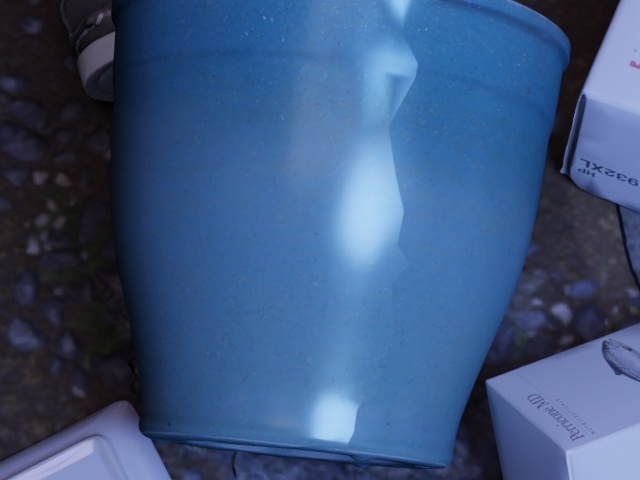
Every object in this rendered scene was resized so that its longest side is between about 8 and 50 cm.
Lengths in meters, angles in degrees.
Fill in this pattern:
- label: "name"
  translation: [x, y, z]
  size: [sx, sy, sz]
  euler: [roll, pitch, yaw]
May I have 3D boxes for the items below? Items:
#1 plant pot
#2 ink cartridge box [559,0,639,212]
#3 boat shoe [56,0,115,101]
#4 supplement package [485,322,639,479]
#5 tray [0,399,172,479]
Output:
- label: "plant pot"
  translation: [0.000, 0.000, 1.060]
  size: [0.272, 0.271, 0.255]
  euler: [5, 81, 5]
- label: "ink cartridge box"
  translation: [0.316, -0.152, 1.170]
  size: [0.223, 0.129, 0.307]
  euler: [22, 69, 11]
- label: "boat shoe"
  translation: [-0.030, -0.192, 1.216]
  size: [0.305, 0.109, 0.091]
  euler: [-23, 72, -3]
- label: "supplement package"
  translation: [0.202, 0.113, 1.041]
  size: [0.179, 0.105, 0.105]
  euler: [-19, 25, -15]
- label: "tray"
  translation: [-0.124, 0.225, 1.064]
  size: [0.145, 0.030, 0.270]
  euler: [-27, 61, -9]
